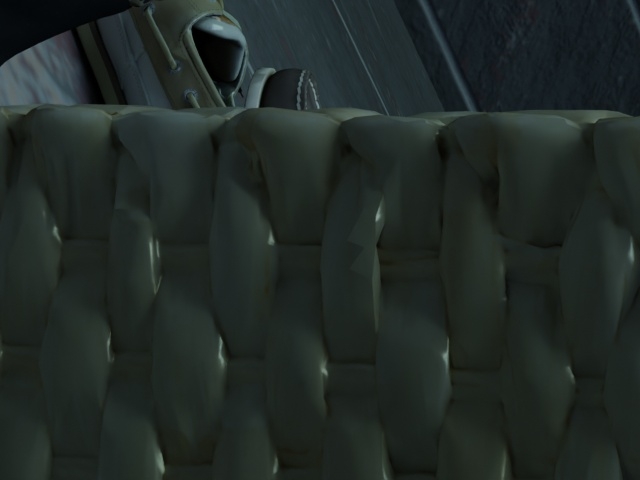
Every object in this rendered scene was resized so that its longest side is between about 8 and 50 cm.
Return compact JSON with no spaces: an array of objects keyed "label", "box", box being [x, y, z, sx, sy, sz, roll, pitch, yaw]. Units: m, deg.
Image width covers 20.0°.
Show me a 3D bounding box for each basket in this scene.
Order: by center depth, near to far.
[{"label":"basket","box":[0.013,0.118,0.576,0.266,0.328,0.331,17,75,-72]}]

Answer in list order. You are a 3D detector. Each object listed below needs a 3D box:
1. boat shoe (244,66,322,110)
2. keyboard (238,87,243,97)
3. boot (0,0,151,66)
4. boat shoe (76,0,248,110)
[{"label":"boat shoe","box":[0.000,0.000,1.391,0.116,0.096,0.324,56,25,-54]},{"label":"keyboard","box":[-0.109,-0.137,1.435,0.100,0.038,0.192,14,53,-47]},{"label":"boot","box":[-0.170,-0.184,0.818,0.085,0.178,0.236,-141,-150,-79]},{"label":"boat shoe","box":[-0.100,-0.125,1.242,0.113,0.103,0.302,45,26,-63]}]
